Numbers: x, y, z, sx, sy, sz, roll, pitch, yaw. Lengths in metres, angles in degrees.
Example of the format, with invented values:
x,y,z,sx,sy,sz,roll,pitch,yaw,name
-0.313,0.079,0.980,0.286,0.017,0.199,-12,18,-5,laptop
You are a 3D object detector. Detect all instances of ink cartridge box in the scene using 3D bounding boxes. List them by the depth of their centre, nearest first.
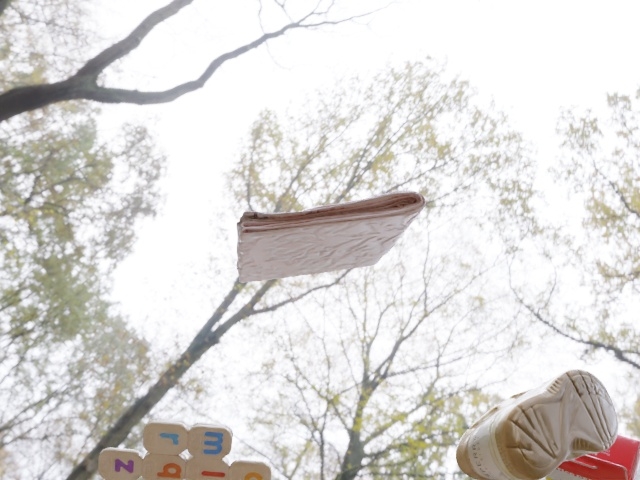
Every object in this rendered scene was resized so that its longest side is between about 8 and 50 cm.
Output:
x,y,z,sx,sy,sz,roll,pitch,yaw,name
0.425,0.358,0.949,0.134,0.078,0.231,8,-40,38,ink cartridge box

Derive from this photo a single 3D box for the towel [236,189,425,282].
x,y,z,sx,sy,sz,roll,pitch,yaw,name
0.000,0.000,1.129,0.316,0.054,0.332,-7,-16,-11,towel

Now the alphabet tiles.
x,y,z,sx,sy,sz,roll,pitch,yaw,name
-0.224,0.424,1.001,0.277,0.021,0.284,6,-75,-3,alphabet tiles

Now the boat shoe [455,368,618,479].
x,y,z,sx,sy,sz,roll,pitch,yaw,name
0.159,0.134,0.443,0.059,0.170,0.063,-33,-115,42,boat shoe
